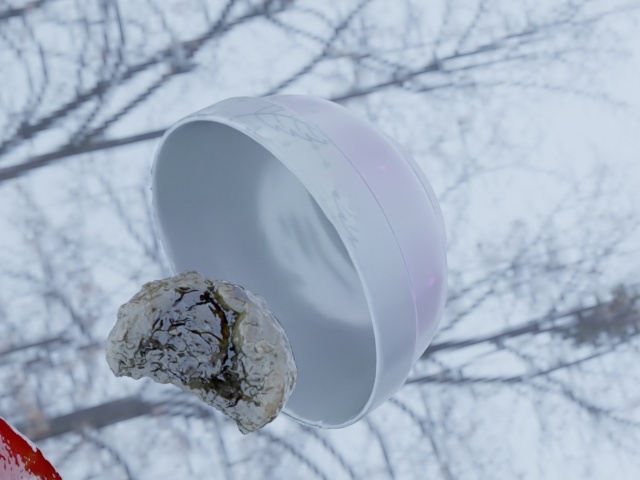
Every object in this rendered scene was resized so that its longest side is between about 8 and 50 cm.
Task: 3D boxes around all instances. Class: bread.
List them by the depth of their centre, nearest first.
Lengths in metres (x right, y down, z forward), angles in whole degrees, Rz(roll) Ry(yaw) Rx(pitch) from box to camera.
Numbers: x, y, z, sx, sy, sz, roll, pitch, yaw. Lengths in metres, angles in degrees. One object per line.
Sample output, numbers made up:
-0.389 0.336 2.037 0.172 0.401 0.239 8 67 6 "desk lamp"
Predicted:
-0.064 0.057 1.023 0.113 0.082 0.060 21 -47 3 "bread"

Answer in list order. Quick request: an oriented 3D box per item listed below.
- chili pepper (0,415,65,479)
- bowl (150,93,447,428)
-0.260 0.163 1.165 0.135 0.131 0.338 10 -31 36 "chili pepper"
0.000 0.000 1.451 0.287 0.144 0.287 34 -41 35 "bowl"
